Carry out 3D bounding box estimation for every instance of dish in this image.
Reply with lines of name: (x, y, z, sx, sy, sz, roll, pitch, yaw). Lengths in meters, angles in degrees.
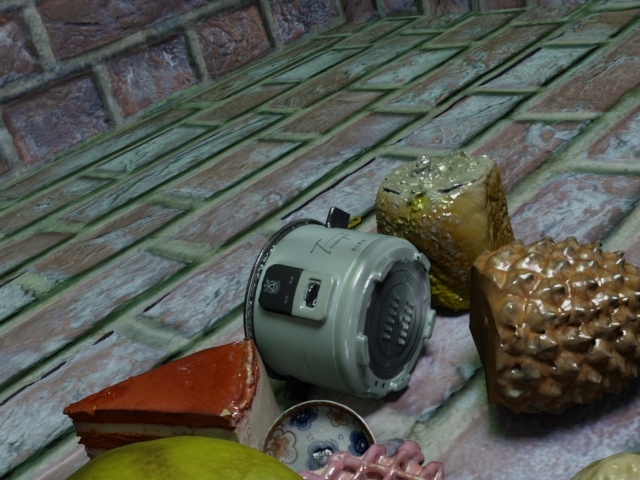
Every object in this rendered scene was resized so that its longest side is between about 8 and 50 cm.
dish: (0.002, 0.272, 0.948, 0.141, 0.078, 0.141, -2, 64, 5)

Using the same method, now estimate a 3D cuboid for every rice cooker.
rice cooker: (0.018, 0.094, 1.102, 0.227, 0.280, 0.241, 9, -6, 35)

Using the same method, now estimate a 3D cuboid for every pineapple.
pineapple: (0.370, 0.096, 0.966, 0.358, 0.222, 0.223, -4, 25, -1)

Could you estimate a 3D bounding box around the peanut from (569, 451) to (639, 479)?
peanut: (0.208, 0.290, 0.708, 0.299, 0.136, 0.120, -23, 23, -17)

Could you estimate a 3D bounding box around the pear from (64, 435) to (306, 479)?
pear: (-0.092, 0.333, 0.570, 0.352, 0.351, 0.413, -23, 30, -15)

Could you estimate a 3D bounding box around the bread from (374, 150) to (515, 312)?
bread: (0.186, -0.016, 1.224, 0.196, 0.246, 0.176, 1, 28, 38)

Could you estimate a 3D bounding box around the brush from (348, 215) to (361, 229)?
brush: (0.000, 0.000, 1.569, 0.218, 0.010, 0.083, -30, 29, -29)

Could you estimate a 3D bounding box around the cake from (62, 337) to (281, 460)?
cake: (-0.175, 0.257, 0.975, 0.262, 0.158, 0.159, -21, 24, -5)

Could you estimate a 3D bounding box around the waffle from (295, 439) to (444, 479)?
waffle: (0.049, 0.308, 0.817, 0.234, 0.055, 0.221, -19, 37, -3)
